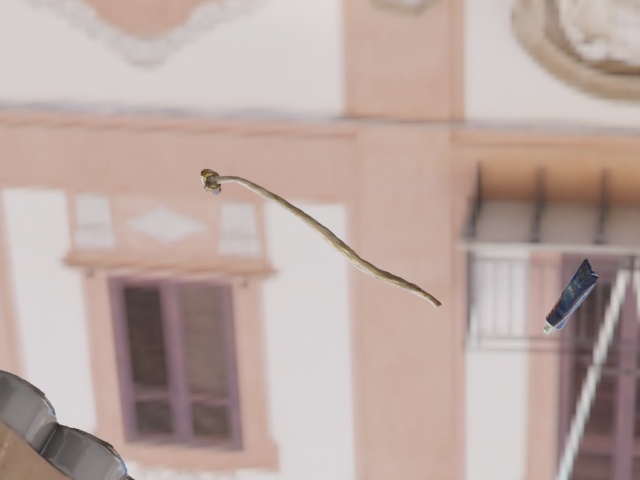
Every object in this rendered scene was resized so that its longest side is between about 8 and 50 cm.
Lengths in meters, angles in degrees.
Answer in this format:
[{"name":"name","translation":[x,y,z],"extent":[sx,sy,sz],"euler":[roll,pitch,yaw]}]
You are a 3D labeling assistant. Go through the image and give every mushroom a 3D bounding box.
[{"name":"mushroom","translation":[0.003,-0.005,2.027],"extent":[0.286,0.028,0.026],"euler":[27,-153,-4]}]

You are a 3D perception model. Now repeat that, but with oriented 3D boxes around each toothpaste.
[{"name":"toothpaste","translation":[0.228,0.054,1.789],"extent":[0.019,0.083,0.027],"euler":[7,-141,-35]}]

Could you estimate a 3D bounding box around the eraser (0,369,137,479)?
[{"name":"eraser","translation":[-0.258,0.242,1.385],"extent":[0.087,0.171,0.290],"euler":[-28,-154,45]}]
